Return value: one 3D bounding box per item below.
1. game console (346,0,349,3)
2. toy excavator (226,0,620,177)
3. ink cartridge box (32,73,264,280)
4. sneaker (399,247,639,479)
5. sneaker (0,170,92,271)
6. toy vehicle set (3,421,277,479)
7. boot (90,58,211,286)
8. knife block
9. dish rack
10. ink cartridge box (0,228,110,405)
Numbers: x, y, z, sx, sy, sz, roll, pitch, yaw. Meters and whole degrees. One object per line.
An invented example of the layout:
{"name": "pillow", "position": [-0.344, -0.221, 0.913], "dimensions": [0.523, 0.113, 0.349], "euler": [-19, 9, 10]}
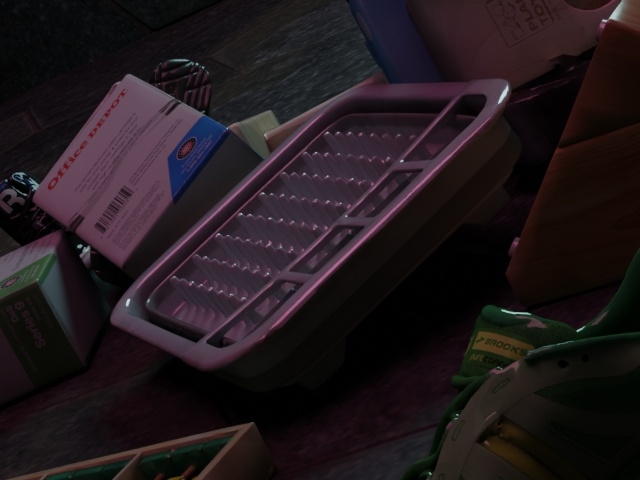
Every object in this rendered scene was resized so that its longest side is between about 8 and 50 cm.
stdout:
{"name": "game console", "position": [0.230, -0.281, 1.731], "dimensions": [0.386, 0.060, 0.342], "euler": [-21, -20, 17]}
{"name": "toy excavator", "position": [0.113, -0.155, 1.575], "dimensions": [0.433, 0.222, 0.445], "euler": [-30, 1, -7]}
{"name": "ink cartridge box", "position": [-0.145, -0.044, 1.598], "dimensions": [0.148, 0.086, 0.203], "euler": [-53, 35, -4]}
{"name": "sneaker", "position": [0.081, 0.096, 0.822], "dimensions": [0.295, 0.123, 0.109], "euler": [-35, 17, -26]}
{"name": "sneaker", "position": [-0.281, -0.008, 1.812], "dimensions": [0.079, 0.121, 0.217], "euler": [-51, 11, 0]}
{"name": "toy vehicle set", "position": [-0.172, 0.191, 1.117], "dimensions": [0.267, 0.035, 0.166], "euler": [-17, 17, 34]}
{"name": "boot", "position": [-0.153, -0.043, 1.796], "dimensions": [0.161, 0.083, 0.246], "euler": [94, -168, -67]}
{"name": "knife block", "position": [0.268, -0.045, 1.108], "dimensions": [0.088, 0.242, 0.276], "euler": [-48, -20, -57]}
{"name": "dish rack", "position": [0.000, 0.000, 1.328], "dimensions": [0.285, 0.072, 0.333], "euler": [-44, 18, -12]}
{"name": "ink cartridge box", "position": [-0.305, 0.091, 1.595], "dimensions": [0.212, 0.093, 0.154], "euler": [-26, 15, 9]}
